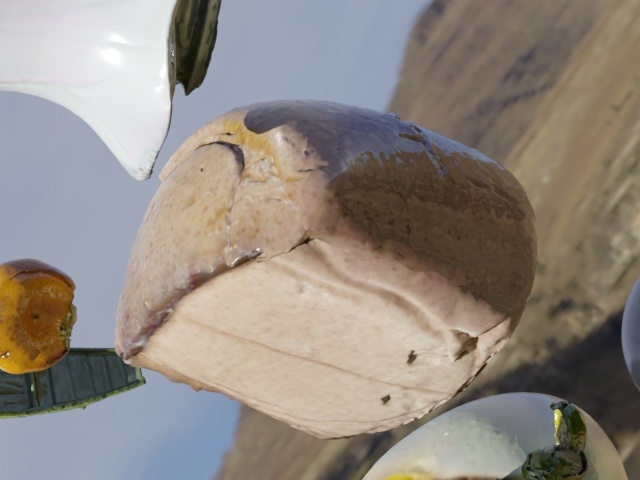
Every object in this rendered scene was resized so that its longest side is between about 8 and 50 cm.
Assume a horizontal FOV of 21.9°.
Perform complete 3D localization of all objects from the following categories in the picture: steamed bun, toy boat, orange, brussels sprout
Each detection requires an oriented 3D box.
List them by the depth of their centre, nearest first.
[{"bbox_3d":[0.000,0.000,1.172,0.301,0.251,0.199,-37,37,52],"label":"steamed bun"},{"bbox_3d":[-0.222,0.055,1.225,0.062,0.086,0.086,1,45,54],"label":"orange"},{"bbox_3d":[0.204,0.177,1.404,0.083,0.051,0.046,-60,8,-24],"label":"brussels sprout"},{"bbox_3d":[-0.348,0.163,1.902,0.293,0.093,0.055,0,-34,-24],"label":"toy boat"}]

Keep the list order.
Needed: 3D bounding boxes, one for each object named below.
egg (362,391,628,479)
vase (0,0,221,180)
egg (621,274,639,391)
[{"bbox_3d":[0.153,0.244,1.553,0.286,0.264,0.174,-20,42,21],"label":"egg"},{"bbox_3d":[-0.279,-0.173,0.970,0.250,0.445,0.250,-167,90,-81],"label":"vase"},{"bbox_3d":[0.356,0.075,1.426,0.232,0.176,0.176,-20,-31,-54],"label":"egg"}]
